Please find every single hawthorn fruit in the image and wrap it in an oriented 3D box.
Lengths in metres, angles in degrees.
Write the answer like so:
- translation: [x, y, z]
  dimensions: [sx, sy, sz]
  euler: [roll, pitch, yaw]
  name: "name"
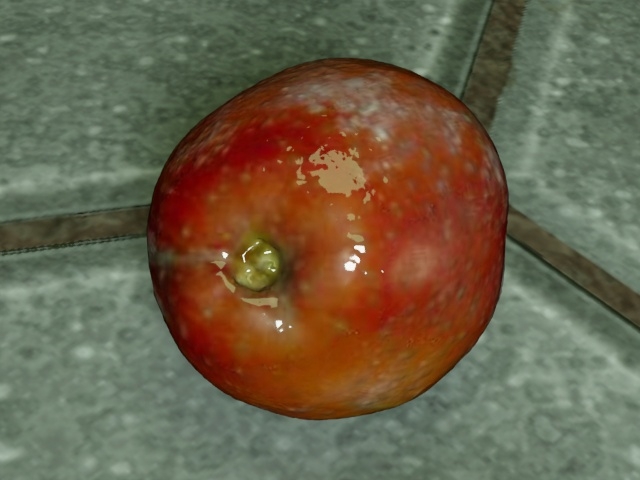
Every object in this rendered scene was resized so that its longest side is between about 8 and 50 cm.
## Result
- translation: [0.000, 0.000, 0.568]
  dimensions: [0.172, 0.173, 0.173]
  euler: [4, 45, -4]
  name: "hawthorn fruit"
